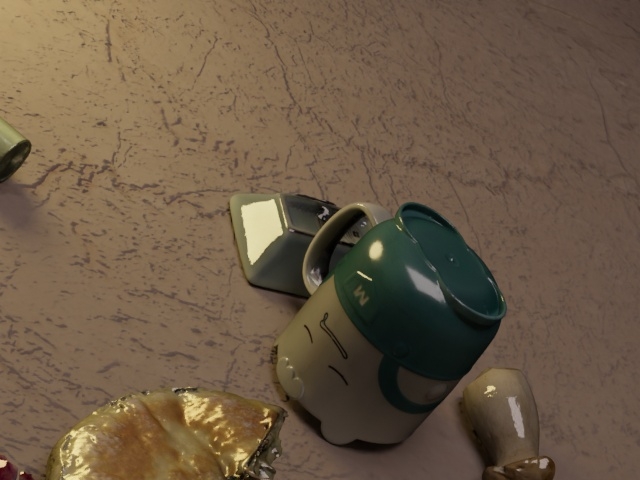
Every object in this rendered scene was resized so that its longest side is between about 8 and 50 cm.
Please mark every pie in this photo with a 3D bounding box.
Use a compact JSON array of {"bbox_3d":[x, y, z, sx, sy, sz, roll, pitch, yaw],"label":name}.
[{"bbox_3d":[-0.138,0.260,1.314,0.337,0.075,0.337,9,28,-5],"label":"pie"}]

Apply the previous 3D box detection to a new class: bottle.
[{"bbox_3d":[-0.470,-0.162,1.625,0.201,0.072,0.072,39,33,8],"label":"bottle"}]

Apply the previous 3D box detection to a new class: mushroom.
[{"bbox_3d":[0.252,0.253,1.710,0.097,0.088,0.213,12,45,-16],"label":"mushroom"}]

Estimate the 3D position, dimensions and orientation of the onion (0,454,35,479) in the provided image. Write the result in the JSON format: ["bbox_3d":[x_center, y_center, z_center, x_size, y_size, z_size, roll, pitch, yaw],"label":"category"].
[{"bbox_3d":[-0.296,0.301,1.102,0.207,0.200,0.200,59,31,-11],"label":"onion"}]

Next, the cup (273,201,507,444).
[{"bbox_3d":[0.080,0.087,1.626,0.219,0.258,0.290,7,42,-44],"label":"cup"}]

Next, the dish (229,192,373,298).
[{"bbox_3d":[0.000,0.000,1.821,0.243,0.080,0.182,15,37,-28],"label":"dish"}]
